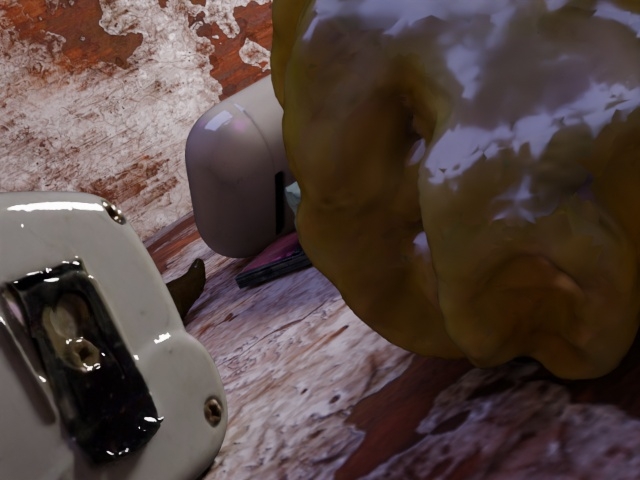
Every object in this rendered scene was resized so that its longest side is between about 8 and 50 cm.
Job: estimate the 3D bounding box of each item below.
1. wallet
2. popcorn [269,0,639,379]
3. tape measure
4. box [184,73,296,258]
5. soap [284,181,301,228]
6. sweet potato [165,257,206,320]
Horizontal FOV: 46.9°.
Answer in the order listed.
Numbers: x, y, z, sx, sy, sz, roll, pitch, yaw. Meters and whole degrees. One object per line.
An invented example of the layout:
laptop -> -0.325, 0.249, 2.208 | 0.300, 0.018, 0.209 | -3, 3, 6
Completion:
wallet -> 0.000, 0.000, 0.948 | 0.232, 0.025, 0.119 | -21, 14, 39
popcorn -> 0.124, -0.076, 0.427 | 0.297, 0.281, 0.316 | -23, 52, 11
tape measure -> -0.184, 0.101, 0.451 | 0.130, 0.265, 0.258 | -21, 7, 31
box -> -0.046, -0.137, 1.137 | 0.349, 0.141, 0.289 | -35, -25, -24
soap -> 0.049, -0.058, 0.858 | 0.114, 0.063, 0.198 | -36, 19, -27
sweet potato -> -0.224, 0.110, 0.967 | 0.067, 0.067, 0.274 | -22, 19, 38
